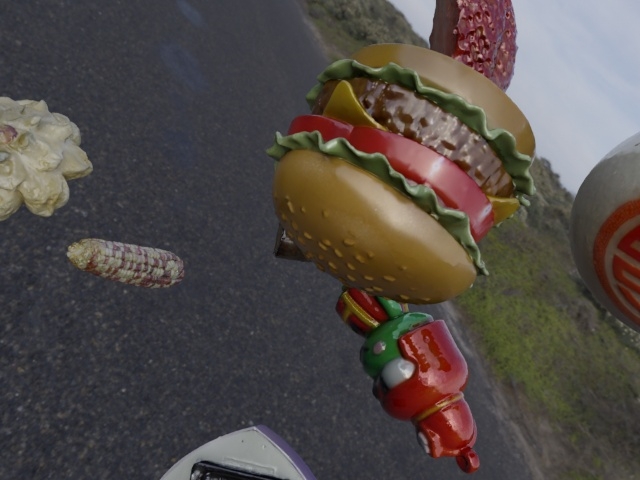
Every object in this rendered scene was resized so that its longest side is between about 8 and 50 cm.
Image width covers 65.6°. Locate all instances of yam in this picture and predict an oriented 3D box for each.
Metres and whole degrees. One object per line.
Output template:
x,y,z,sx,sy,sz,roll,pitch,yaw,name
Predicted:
0.000,-0.002,0.790,0.141,0.079,0.079,7,33,-10,yam

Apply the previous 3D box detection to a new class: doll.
0.157,0.211,0.838,0.160,0.182,0.362,-15,60,-21,doll

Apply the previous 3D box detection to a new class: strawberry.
0.198,-0.243,0.630,0.175,0.107,0.235,-67,157,-77,strawberry

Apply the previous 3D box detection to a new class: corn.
-0.334,0.041,0.879,0.079,0.080,0.237,57,11,22,corn

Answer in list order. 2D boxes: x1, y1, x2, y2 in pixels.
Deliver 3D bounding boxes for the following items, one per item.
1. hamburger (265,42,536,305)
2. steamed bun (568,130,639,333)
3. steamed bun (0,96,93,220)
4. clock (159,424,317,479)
0.071,-0.049,0.535,0.275,0.212,0.274,31,-10,6,hamburger
0.415,0.007,0.543,0.177,0.283,0.283,-29,75,-37,steamed bun
-0.603,-0.178,0.927,0.292,0.137,0.295,-25,70,-25,steamed bun
-0.079,0.267,0.475,0.064,0.198,0.172,50,49,-73,clock
